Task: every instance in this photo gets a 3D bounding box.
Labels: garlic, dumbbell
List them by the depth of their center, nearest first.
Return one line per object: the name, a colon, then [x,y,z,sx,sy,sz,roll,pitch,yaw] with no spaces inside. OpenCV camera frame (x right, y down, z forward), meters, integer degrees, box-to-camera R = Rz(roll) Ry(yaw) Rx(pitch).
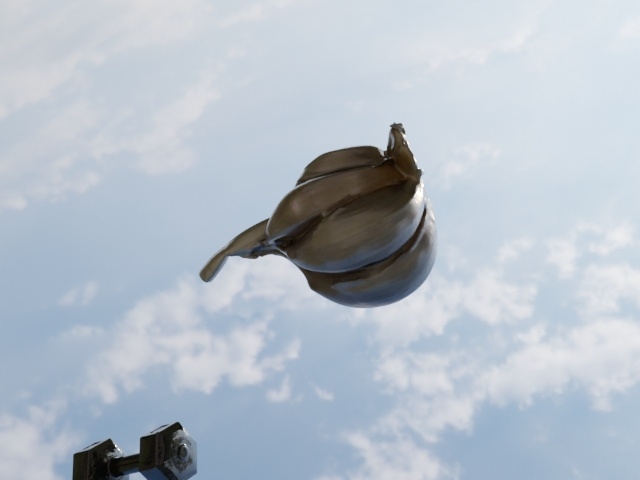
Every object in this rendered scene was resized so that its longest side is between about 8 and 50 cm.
dumbbell: [-0.115,0.138,0.499,0.083,0.036,0.040,-20,-120,29]
garlic: [0.000,0.000,0.614,0.194,0.131,0.127,-17,-107,-3]
